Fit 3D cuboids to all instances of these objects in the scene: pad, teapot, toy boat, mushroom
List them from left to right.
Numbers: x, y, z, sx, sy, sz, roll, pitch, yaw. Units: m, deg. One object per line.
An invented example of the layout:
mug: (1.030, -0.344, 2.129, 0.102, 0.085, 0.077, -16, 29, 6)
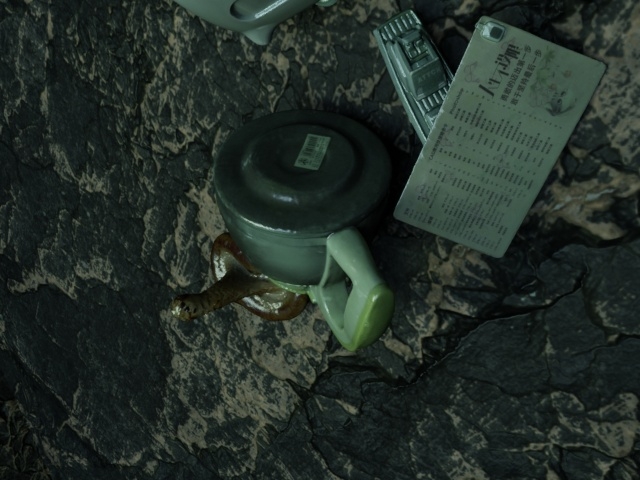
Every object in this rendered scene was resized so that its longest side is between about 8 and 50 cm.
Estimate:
mushroom: (-0.151, 0.092, 0.919, 0.226, 0.217, 0.148, 14, 117, 28)
teapot: (0.010, -0.016, 0.766, 0.321, 0.239, 0.240, 30, 147, 23)
toy boat: (0.152, -0.167, 0.678, 0.078, 0.085, 0.261, -28, 95, 6)
pad: (0.211, -0.114, 0.651, 0.159, 0.009, 0.265, 20, 114, -2)

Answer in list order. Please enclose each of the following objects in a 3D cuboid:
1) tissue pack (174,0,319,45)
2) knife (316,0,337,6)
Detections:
tissue pack: (-0.053, -0.393, 0.604, 0.332, 0.229, 0.236, -22, 86, 27)
knife: (-0.049, -0.409, 0.745, 0.222, 0.031, 0.064, 48, 115, 10)
